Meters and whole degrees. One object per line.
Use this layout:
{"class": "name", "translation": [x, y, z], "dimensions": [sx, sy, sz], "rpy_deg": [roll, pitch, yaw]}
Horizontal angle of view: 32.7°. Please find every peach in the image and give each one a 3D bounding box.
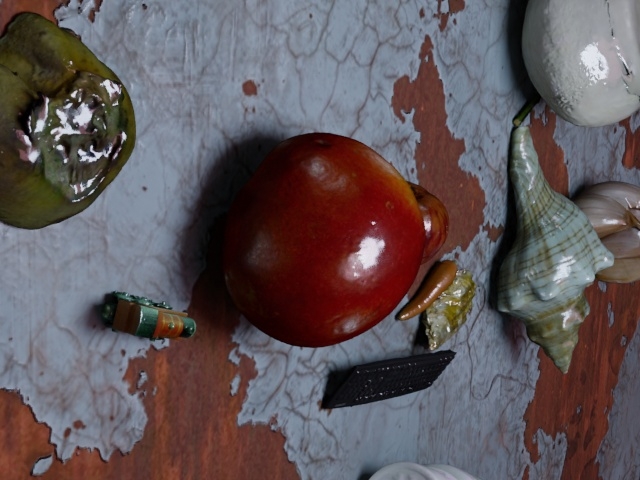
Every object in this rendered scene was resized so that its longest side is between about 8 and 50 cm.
{"class": "peach", "translation": [0.000, 0.000, 1.204], "dimensions": [0.243, 0.199, 0.243], "rpy_deg": [-5, 97, -44]}

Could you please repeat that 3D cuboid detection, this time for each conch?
{"class": "conch", "translation": [0.376, 0.018, 1.721], "dimensions": [0.203, 0.169, 0.386], "rpy_deg": [-14, 110, -59]}

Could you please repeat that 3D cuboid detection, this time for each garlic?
{"class": "garlic", "translation": [0.505, -0.030, 1.890], "dimensions": [0.214, 0.191, 0.160], "rpy_deg": [44, 40, -36]}

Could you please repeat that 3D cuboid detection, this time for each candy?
{"class": "candy", "translation": [0.403, -0.309, 1.652], "dimensions": [0.295, 0.185, 0.295], "rpy_deg": [16, 68, -45]}

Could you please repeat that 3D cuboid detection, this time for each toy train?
{"class": "toy train", "translation": [-0.172, 0.082, 1.113], "dimensions": [0.103, 0.064, 0.044], "rpy_deg": [19, 83, -52]}

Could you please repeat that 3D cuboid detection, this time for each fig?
{"class": "fig", "translation": [0.085, -0.015, 1.389], "dimensions": [0.128, 0.150, 0.128], "rpy_deg": [46, 23, -26]}

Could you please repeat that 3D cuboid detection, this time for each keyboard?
{"class": "keyboard", "translation": [0.100, 0.192, 1.506], "dimensions": [0.250, 0.017, 0.087], "rpy_deg": [0, 132, -53]}

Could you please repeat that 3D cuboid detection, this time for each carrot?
{"class": "carrot", "translation": [0.157, 0.072, 1.564], "dimensions": [0.142, 0.035, 0.035], "rpy_deg": [-46, 133, -29]}

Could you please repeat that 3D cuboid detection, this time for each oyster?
{"class": "oyster", "translation": [0.191, 0.101, 1.615], "dimensions": [0.146, 0.045, 0.121], "rpy_deg": [7, 85, -51]}

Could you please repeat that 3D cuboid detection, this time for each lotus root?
{"class": "lotus root", "translation": [-0.236, -0.100, 0.973], "dimensions": [0.203, 0.078, 0.183], "rpy_deg": [34, 71, -49]}

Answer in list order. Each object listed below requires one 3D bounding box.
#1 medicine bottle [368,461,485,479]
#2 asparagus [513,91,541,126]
{"class": "medicine bottle", "translation": [0.182, 0.414, 1.575], "dimensions": [0.293, 0.170, 0.170], "rpy_deg": [33, 73, -52]}
{"class": "asparagus", "translation": [0.341, -0.221, 1.733], "dimensions": [0.127, 0.015, 0.018], "rpy_deg": [-46, 142, -34]}
